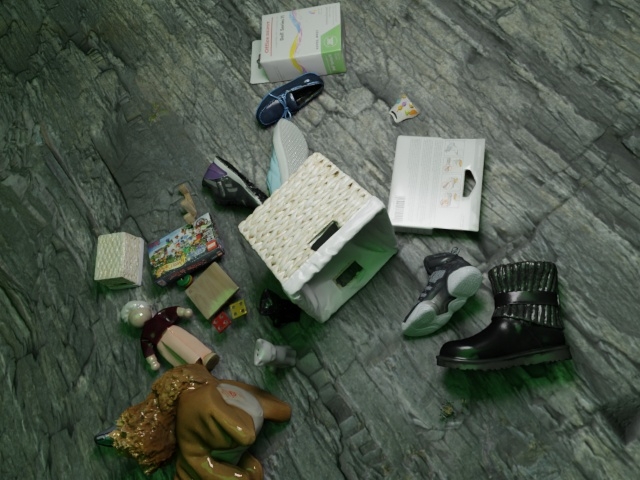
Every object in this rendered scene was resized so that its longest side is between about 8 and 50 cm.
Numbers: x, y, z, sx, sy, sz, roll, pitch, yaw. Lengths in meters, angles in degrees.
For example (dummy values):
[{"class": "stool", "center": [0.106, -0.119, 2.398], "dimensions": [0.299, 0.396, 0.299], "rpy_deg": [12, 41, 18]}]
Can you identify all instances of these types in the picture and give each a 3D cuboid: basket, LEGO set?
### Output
[{"class": "basket", "center": [-0.654, 0.064, 1.589], "dimensions": [0.113, 0.103, 0.168], "rpy_deg": [-8, 71, 11]}, {"class": "LEGO set", "center": [0.342, 0.438, 1.276], "dimensions": [0.083, 0.023, 0.054], "rpy_deg": [-4, 72, -2]}, {"class": "basket", "center": [0.000, 0.000, 1.339], "dimensions": [0.328, 0.331, 0.266], "rpy_deg": [-44, 66, -4]}]

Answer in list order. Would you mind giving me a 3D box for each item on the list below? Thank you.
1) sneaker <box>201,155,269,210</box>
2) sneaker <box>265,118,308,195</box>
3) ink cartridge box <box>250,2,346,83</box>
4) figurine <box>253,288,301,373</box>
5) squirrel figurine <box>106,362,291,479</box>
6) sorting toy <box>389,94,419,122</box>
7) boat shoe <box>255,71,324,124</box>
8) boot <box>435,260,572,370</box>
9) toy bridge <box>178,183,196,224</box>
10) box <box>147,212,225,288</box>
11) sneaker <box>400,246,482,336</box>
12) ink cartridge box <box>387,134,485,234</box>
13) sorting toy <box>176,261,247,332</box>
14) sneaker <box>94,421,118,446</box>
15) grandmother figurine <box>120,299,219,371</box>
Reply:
[{"class": "sneaker", "center": [-0.274, -0.146, 1.590], "dimensions": [0.283, 0.107, 0.124], "rpy_deg": [42, 99, 26]}, {"class": "sneaker", "center": [-0.125, -0.229, 1.557], "dimensions": [0.150, 0.135, 0.366], "rpy_deg": [-33, 47, 33]}, {"class": "ink cartridge box", "center": [-0.093, -0.681, 1.705], "dimensions": [0.352, 0.119, 0.207], "rpy_deg": [-5, 71, 11]}, {"class": "figurine", "center": [-0.130, 0.252, 1.345], "dimensions": [0.092, 0.209, 0.215], "rpy_deg": [1, 72, 13]}, {"class": "squirrel figurine", "center": [-0.335, 0.546, 1.276], "dimensions": [0.396, 0.281, 0.371], "rpy_deg": [27, 93, 11]}, {"class": "sorting toy", "center": [0.262, -0.422, 1.582], "dimensions": [0.075, 0.044, 0.083], "rpy_deg": [-39, 66, 19]}, {"class": "boat shoe", "center": [-0.104, -0.477, 1.638], "dimensions": [0.258, 0.109, 0.089], "rpy_deg": [-41, 47, -1]}, {"class": "boot", "center": [0.456, 0.195, 1.267], "dimensions": [0.347, 0.131, 0.261], "rpy_deg": [-7, 77, 0]}, {"class": "toy bridge", "center": [-0.433, -0.109, 1.610], "dimensions": [0.026, 0.063, 0.188], "rpy_deg": [-28, 45, 2]}, {"class": "box", "center": [-0.431, 0.029, 1.560], "dimensions": [0.232, 0.044, 0.159], "rpy_deg": [-29, 52, 2]}, {"class": "sneaker", "center": [0.312, 0.138, 1.344], "dimensions": [0.269, 0.101, 0.153], "rpy_deg": [-48, 32, 21]}, {"class": "ink cartridge box", "center": [0.343, -0.164, 1.454], "dimensions": [0.260, 0.066, 0.297], "rpy_deg": [6, 73, 15]}, {"class": "sorting toy", "center": [-0.320, 0.164, 1.502], "dimensions": [0.132, 0.046, 0.274], "rpy_deg": [-46, 60, -5]}, {"class": "sneaker", "center": [-0.545, 0.535, 1.430], "dimensions": [0.223, 0.083, 0.098], "rpy_deg": [-13, 48, 4]}, {"class": "grandmother figurine", "center": [-0.464, 0.287, 1.473], "dimensions": [0.342, 0.104, 0.208], "rpy_deg": [30, 72, 18]}]
